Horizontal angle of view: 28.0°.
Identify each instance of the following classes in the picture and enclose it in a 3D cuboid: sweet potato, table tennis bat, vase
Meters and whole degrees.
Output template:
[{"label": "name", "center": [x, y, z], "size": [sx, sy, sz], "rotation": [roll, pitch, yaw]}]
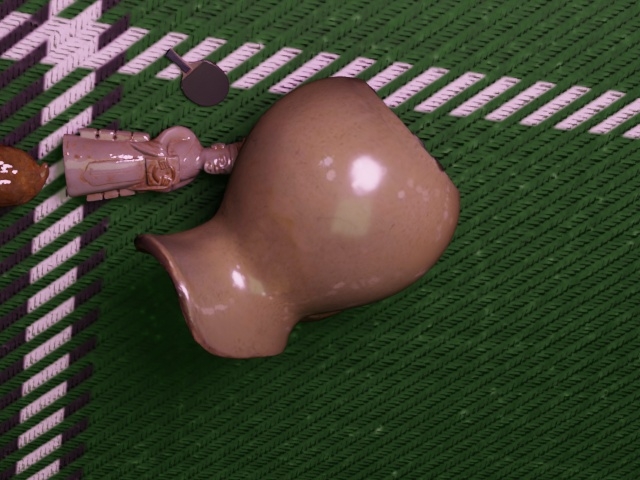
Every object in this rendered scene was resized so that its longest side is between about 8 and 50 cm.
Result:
[{"label": "sweet potato", "center": [-0.434, -0.095, 1.399], "size": [0.273, 0.075, 0.075], "rotation": [17, 117, -10]}, {"label": "table tennis bat", "center": [-0.137, -0.181, 1.410], "size": [0.050, 0.007, 0.083], "rotation": [-42, 117, 18]}, {"label": "vase", "center": [0.000, 0.000, 1.406], "size": [0.302, 0.241, 0.329], "rotation": [-41, 151, 4]}]

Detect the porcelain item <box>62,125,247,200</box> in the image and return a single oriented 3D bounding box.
[{"label": "porcelain item", "center": [-0.177, -0.086, 1.434], "size": [0.213, 0.054, 0.084], "rotation": [-2, 122, -5]}]
